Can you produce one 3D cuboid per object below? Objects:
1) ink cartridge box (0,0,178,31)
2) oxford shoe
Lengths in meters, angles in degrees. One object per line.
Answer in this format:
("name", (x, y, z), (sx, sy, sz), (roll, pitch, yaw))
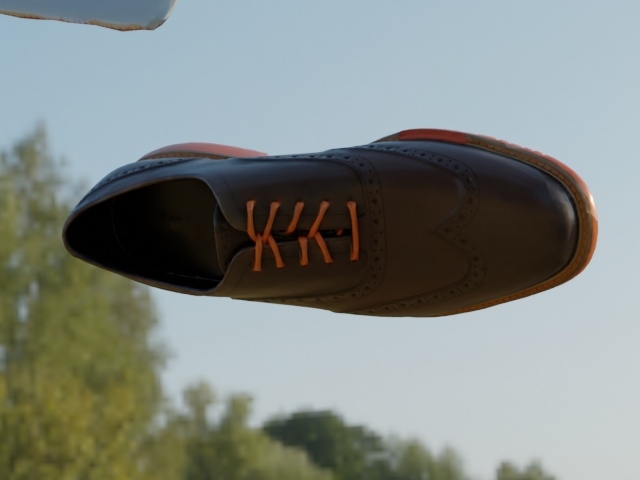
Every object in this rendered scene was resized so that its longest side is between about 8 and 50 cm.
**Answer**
("ink cartridge box", (-0.114, -0.186, 0.686), (0.308, 0.385, 0.091), (8, -40, 19))
("oxford shoe", (0.000, 0.000, 0.961), (0.271, 0.097, 0.098), (-2, 11, 27))
